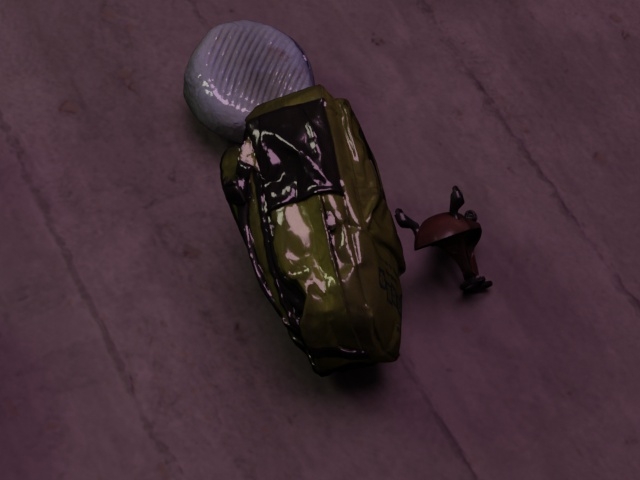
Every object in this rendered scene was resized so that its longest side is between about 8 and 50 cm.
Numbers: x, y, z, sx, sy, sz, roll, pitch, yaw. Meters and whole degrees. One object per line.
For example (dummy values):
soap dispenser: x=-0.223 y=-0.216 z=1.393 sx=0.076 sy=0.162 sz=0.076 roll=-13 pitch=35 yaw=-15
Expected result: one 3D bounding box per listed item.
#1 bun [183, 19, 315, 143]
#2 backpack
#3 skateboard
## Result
bun: x=-0.074 y=-0.155 z=1.622 sx=0.141 sy=0.083 sz=0.141 roll=8 pitch=60 yaw=-14
backpack: x=0.000 y=0.000 z=1.451 sx=0.140 sy=0.207 sz=0.253 roll=-16 pitch=66 yaw=8
skateboard: x=0.130 y=0.005 z=1.515 sx=0.067 sy=0.151 sz=0.080 roll=-22 pitch=75 yaw=15
